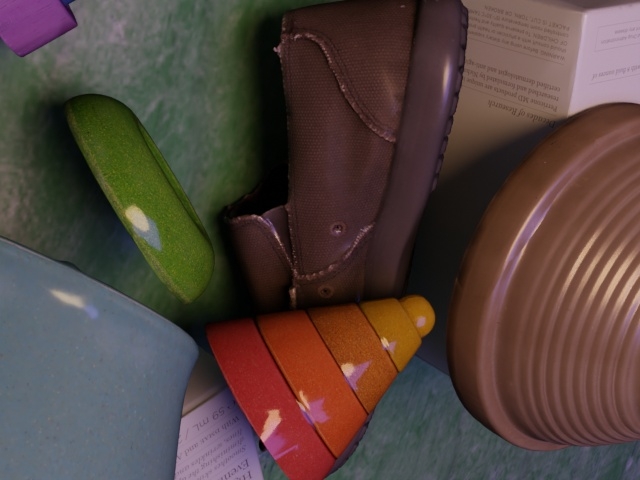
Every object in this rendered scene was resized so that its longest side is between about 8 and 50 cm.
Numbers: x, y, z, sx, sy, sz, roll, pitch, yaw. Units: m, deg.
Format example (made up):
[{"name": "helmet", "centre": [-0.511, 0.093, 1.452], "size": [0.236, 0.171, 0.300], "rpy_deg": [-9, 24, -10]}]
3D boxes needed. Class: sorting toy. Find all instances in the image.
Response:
[{"name": "sorting toy", "centre": [-0.044, -0.029, 0.553], "size": [0.126, 0.127, 0.365], "rpy_deg": [-30, 112, -2]}]

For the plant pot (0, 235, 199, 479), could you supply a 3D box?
[{"name": "plant pot", "centre": [-0.186, 0.130, 0.471], "size": [0.271, 0.271, 0.255], "rpy_deg": [39, 68, -46]}]

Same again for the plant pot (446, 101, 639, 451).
[{"name": "plant pot", "centre": [0.200, 0.042, 0.623], "size": [0.237, 0.110, 0.237], "rpy_deg": [-17, 121, -31]}]

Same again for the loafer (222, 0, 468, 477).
[{"name": "loafer", "centre": [0.000, 0.000, 0.683], "size": [0.134, 0.130, 0.366], "rpy_deg": [-68, 172, -65]}]

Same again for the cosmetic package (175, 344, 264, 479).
[{"name": "cosmetic package", "centre": [-0.100, 0.193, 0.692], "size": [0.117, 0.085, 0.231], "rpy_deg": [-30, 127, -28]}]

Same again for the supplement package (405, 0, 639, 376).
[{"name": "supplement package", "centre": [0.162, -0.050, 0.743], "size": [0.177, 0.175, 0.293], "rpy_deg": [-16, 120, -35]}]
